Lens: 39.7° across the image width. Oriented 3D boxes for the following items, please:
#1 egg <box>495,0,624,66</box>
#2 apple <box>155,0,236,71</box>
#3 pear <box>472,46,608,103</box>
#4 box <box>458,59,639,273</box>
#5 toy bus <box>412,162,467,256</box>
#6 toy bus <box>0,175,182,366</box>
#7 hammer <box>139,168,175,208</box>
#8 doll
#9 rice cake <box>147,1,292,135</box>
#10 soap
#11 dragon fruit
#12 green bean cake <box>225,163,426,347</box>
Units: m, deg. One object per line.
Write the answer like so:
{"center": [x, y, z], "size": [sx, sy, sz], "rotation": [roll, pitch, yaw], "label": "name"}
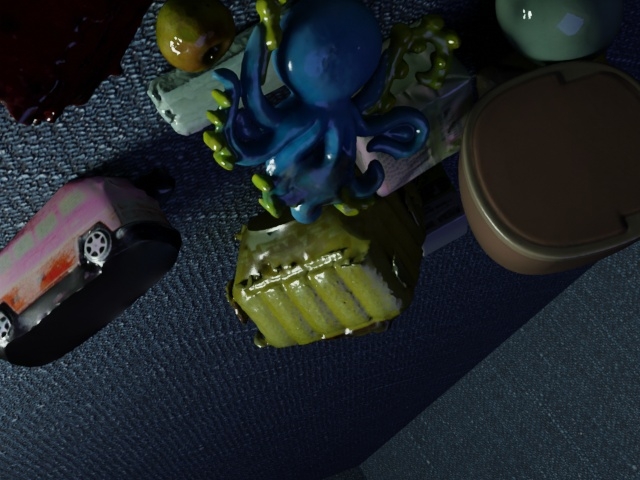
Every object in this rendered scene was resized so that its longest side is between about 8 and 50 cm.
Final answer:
{"center": [0.342, -0.330, 1.262], "size": [0.168, 0.168, 0.231], "rotation": [-43, 153, 24], "label": "egg"}
{"center": [-0.138, -0.231, 0.983], "size": [0.090, 0.074, 0.089], "rotation": [-29, 158, -13], "label": "apple"}
{"center": [0.399, -0.268, 1.469], "size": [0.178, 0.267, 0.267], "rotation": [-56, 159, -10], "label": "pear"}
{"center": [0.344, -0.087, 1.287], "size": [0.301, 0.301, 0.216], "rotation": [-30, 165, -4], "label": "box"}
{"center": [0.118, -0.020, 1.634], "size": [0.302, 0.139, 0.113], "rotation": [-28, 154, -5], "label": "toy bus"}
{"center": [-0.334, 0.040, 1.183], "size": [0.303, 0.147, 0.127], "rotation": [-40, 155, 13], "label": "toy bus"}
{"center": [-0.289, 0.003, 1.305], "size": [0.137, 0.037, 0.290], "rotation": [-2, 143, -48], "label": "hammer"}
{"center": [0.004, -0.173, 1.091], "size": [0.346, 0.099, 0.341], "rotation": [-10, 128, -34], "label": "doll"}
{"center": [-0.108, -0.208, 1.112], "size": [0.211, 0.038, 0.124], "rotation": [-32, 157, 0], "label": "rice cake"}
{"center": [0.118, -0.189, 1.302], "size": [0.182, 0.138, 0.199], "rotation": [-33, 156, -1], "label": "soap"}
{"center": [-0.215, -0.283, 0.720], "size": [0.329, 0.228, 0.286], "rotation": [-54, -172, 5], "label": "dragon fruit"}
{"center": [0.000, 0.000, 1.443], "size": [0.310, 0.285, 0.202], "rotation": [-17, 127, 25], "label": "green bean cake"}
